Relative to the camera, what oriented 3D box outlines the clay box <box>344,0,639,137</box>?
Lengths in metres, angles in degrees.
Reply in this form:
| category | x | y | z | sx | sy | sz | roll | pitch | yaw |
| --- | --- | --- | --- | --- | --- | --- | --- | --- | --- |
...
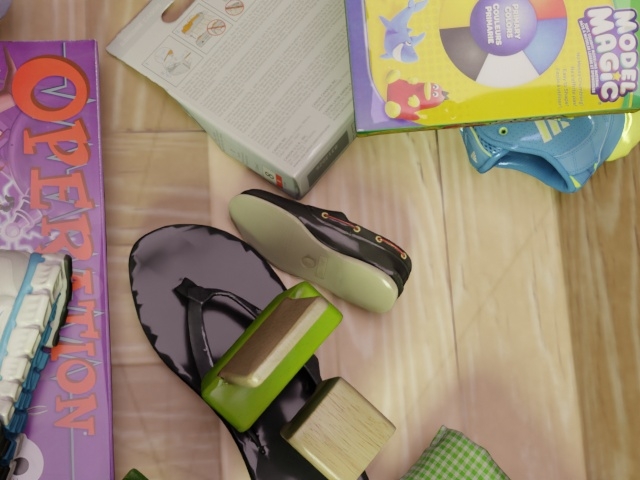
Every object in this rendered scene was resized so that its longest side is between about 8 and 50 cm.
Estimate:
| category | x | y | z | sx | sy | sz | roll | pitch | yaw |
| --- | --- | --- | --- | --- | --- | --- | --- | --- | --- |
| clay box | 0.128 | -0.141 | 0.788 | 0.222 | 0.053 | 0.127 | -6 | 91 | 3 |

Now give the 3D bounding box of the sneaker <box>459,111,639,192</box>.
| category | x | y | z | sx | sy | sz | roll | pitch | yaw |
| --- | --- | --- | --- | --- | --- | --- | --- | --- | --- |
| sneaker | 0.121 | -0.127 | 0.847 | 0.240 | 0.091 | 0.126 | 37 | 75 | 2 |

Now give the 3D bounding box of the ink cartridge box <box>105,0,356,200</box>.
| category | x | y | z | sx | sy | sz | roll | pitch | yaw |
| --- | --- | --- | --- | --- | --- | --- | --- | --- | --- |
| ink cartridge box | -0.040 | -0.132 | 0.863 | 0.179 | 0.045 | 0.145 | 34 | 74 | 21 |

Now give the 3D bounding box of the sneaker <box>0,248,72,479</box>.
| category | x | y | z | sx | sy | sz | roll | pitch | yaw |
| --- | --- | --- | --- | --- | --- | --- | --- | --- | --- |
| sneaker | -0.214 | 0.089 | 0.718 | 0.083 | 0.071 | 0.190 | 14 | 65 | 2 |

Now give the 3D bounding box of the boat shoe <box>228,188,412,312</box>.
| category | x | y | z | sx | sy | sz | roll | pitch | yaw |
| --- | --- | --- | --- | --- | --- | --- | --- | --- | --- |
| boat shoe | -0.001 | 0.001 | 0.824 | 0.133 | 0.049 | 0.042 | 28 | 46 | 7 |

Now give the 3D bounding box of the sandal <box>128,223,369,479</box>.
| category | x | y | z | sx | sy | sz | roll | pitch | yaw |
| --- | --- | --- | --- | --- | --- | --- | --- | --- | --- |
| sandal | -0.037 | 0.092 | 0.787 | 0.097 | 0.054 | 0.254 | -31 | 82 | -14 |

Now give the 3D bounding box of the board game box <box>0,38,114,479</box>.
| category | x | y | z | sx | sy | sz | roll | pitch | yaw |
| --- | --- | --- | --- | --- | --- | --- | --- | --- | --- |
| board game box | -0.241 | 0.038 | 0.779 | 0.208 | 0.056 | 0.346 | -2 | 76 | -13 |

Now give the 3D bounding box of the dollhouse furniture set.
| category | x | y | z | sx | sy | sz | roll | pitch | yaw |
| --- | --- | --- | --- | --- | --- | --- | --- | --- | --- |
| dollhouse furniture set | 0.043 | 0.190 | 0.695 | 0.301 | 0.151 | 0.197 | 43 | 76 | -7 |

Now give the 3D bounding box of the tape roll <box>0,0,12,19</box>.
| category | x | y | z | sx | sy | sz | roll | pitch | yaw |
| --- | --- | --- | --- | --- | --- | --- | --- | --- | --- |
| tape roll | -0.293 | -0.187 | 0.755 | 0.189 | 0.189 | 0.080 | -6 | 76 | -9 |
